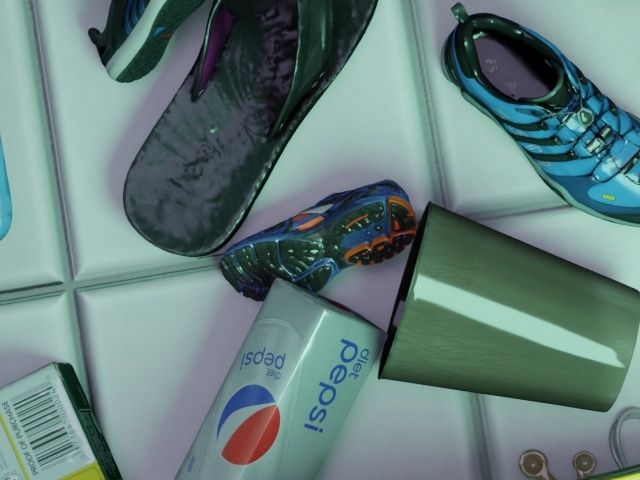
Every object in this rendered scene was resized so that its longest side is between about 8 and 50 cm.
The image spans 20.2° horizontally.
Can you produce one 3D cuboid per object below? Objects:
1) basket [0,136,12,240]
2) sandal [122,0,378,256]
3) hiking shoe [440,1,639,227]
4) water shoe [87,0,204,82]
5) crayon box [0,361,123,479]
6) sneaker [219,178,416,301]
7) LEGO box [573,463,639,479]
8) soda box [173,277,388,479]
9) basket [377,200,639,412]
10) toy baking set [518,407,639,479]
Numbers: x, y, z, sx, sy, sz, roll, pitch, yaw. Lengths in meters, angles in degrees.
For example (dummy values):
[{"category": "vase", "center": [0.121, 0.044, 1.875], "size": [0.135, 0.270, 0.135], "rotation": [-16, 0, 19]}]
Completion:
[{"category": "basket", "center": [-0.454, -0.105, 1.824], "size": [0.289, 0.201, 0.254], "rotation": [-8, 84, 15]}, {"category": "sandal", "center": [-0.061, -0.189, 1.839], "size": [0.168, 0.107, 0.445], "rotation": [24, 88, 7]}, {"category": "hiking shoe", "center": [0.242, -0.116, 1.792], "size": [0.304, 0.132, 0.113], "rotation": [36, 90, 7]}, {"category": "water shoe", "center": [-0.177, -0.249, 1.834], "size": [0.080, 0.073, 0.203], "rotation": [52, 125, 15]}, {"category": "crayon box", "center": [-0.366, 0.280, 1.847], "size": [0.319, 0.081, 0.202], "rotation": [-25, 84, 3]}, {"category": "sneaker", "center": [0.000, 0.000, 1.840], "size": [0.221, 0.087, 0.083], "rotation": [-18, 115, 17]}, {"category": "LEGO box", "center": [0.192, 0.415, 1.596], "size": [0.500, 0.193, 0.372], "rotation": [-9, 82, -23]}, {"category": "soda box", "center": [-0.052, 0.190, 1.788], "size": [0.091, 0.098, 0.286], "rotation": [31, 95, 49]}, {"category": "basket", "center": [0.190, 0.079, 1.771], "size": [0.227, 0.154, 0.204], "rotation": [15, 130, 0]}, {"category": "toy baking set", "center": [0.301, 0.281, 1.807], "size": [0.256, 0.030, 0.196], "rotation": [-22, 84, 3]}]
